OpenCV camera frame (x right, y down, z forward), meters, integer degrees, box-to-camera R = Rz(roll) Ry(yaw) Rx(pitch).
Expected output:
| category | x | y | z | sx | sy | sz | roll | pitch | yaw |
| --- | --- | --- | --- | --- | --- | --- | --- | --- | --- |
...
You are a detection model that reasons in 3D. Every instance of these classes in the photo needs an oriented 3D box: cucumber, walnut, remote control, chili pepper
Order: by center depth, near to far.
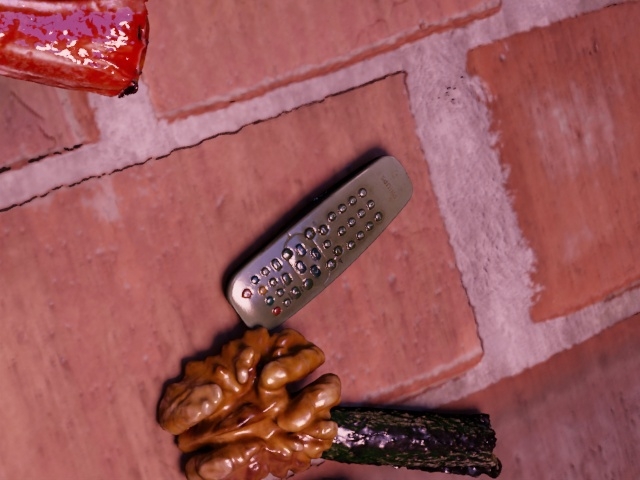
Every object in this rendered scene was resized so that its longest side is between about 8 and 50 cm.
| category | x | y | z | sx | sy | sz | roll | pitch | yaw |
| --- | --- | --- | --- | --- | --- | --- | --- | --- | --- |
| chili pepper | -0.272 | -0.211 | 1.537 | 0.253 | 0.136 | 0.144 | 6 | 117 | -21 |
| walnut | -0.060 | 0.160 | 1.675 | 0.170 | 0.069 | 0.143 | -29 | 93 | -8 |
| remote control | 0.000 | 0.000 | 1.732 | 0.222 | 0.042 | 0.072 | -42 | 111 | -19 |
| cucumber | 0.077 | 0.195 | 1.774 | 0.245 | 0.067 | 0.067 | 8 | 90 | -31 |
